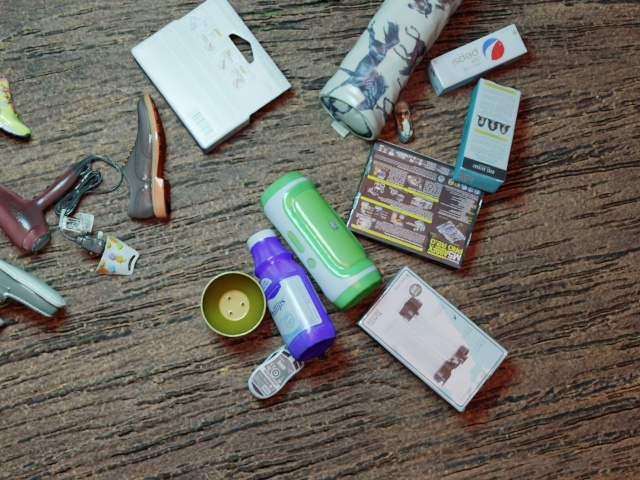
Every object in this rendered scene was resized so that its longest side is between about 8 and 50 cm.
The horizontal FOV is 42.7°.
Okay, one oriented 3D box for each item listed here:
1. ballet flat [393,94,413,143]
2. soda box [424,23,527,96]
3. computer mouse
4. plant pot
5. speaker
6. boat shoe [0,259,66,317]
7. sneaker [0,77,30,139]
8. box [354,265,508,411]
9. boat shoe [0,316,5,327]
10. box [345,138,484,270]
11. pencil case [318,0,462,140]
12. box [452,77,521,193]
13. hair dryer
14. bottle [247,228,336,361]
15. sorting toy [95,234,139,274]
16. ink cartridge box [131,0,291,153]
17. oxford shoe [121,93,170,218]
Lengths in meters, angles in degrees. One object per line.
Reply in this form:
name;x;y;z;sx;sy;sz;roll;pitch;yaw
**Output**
ballet flat;0.187;-0.277;1.842;0.041;0.041;0.114;-9;84;-6
soda box;0.351;-0.407;1.856;0.216;0.069;0.074;-25;87;-6
computer mouse;-0.076;0.261;1.760;0.193;0.042;0.106;-39;93;-13
plant pot;-0.184;0.137;1.735;0.134;0.095;0.134;1;83;-5
speaker;0.000;0.000;1.733;0.131;0.131;0.296;-36;78;-8
boat shoe;-0.671;0.083;1.696;0.305;0.109;0.091;30;83;5
sneaker;-0.690;-0.301;1.749;0.208;0.081;0.094;42;80;1
box;0.235;0.212;1.767;0.290;0.087;0.169;39;82;1
boat shoe;-0.757;0.133;1.698;0.206;0.075;0.065;36;79;-5
box;0.210;-0.078;1.812;0.270;0.060;0.216;19;83;-2
pencil case;0.153;-0.417;1.788;0.160;0.183;0.410;31;84;4
box;0.368;-0.232;1.808;0.100;0.060;0.244;18;65;-3
hair dryer;-0.585;-0.081;1.751;0.293;0.080;0.224;8;67;-9
bottle;-0.068;0.109;1.721;0.092;0.118;0.283;-15;66;-31
sorting toy;-0.432;0.039;1.758;0.075;0.045;0.083;20;82;-22
ink cartridge box;-0.240;-0.370;1.806;0.239;0.060;0.275;-36;87;-9
oxford shoe;-0.383;-0.180;1.756;0.098;0.097;0.271;-5;84;0
